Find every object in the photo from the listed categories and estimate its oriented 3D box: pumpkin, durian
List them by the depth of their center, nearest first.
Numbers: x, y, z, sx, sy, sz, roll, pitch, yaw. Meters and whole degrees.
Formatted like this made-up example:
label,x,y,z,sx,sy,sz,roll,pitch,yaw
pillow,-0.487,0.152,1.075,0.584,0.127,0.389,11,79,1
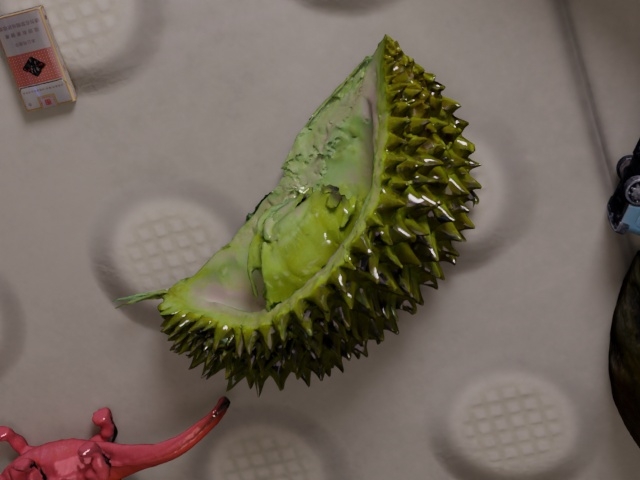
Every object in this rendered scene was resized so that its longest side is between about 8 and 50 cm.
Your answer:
label,x,y,z,sx,sy,sz,roll,pitch,yaw
pumpkin,0.336,0.166,1.046,0.312,0.169,0.148,35,114,-8
durian,0.002,0.010,1.083,0.355,0.157,0.169,-44,66,24

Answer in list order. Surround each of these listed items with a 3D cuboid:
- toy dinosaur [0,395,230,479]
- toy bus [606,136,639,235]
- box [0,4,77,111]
label,x,y,z,sx,sy,sz,roll,pitch,yaw
toy dinosaur,-0.200,0.232,1.236,0.286,0.070,0.139,-13,123,12
toy bus,0.279,-0.058,1.009,0.075,0.060,0.123,18,115,-4
box,-0.238,-0.151,1.074,0.046,0.012,0.083,-12,112,13
